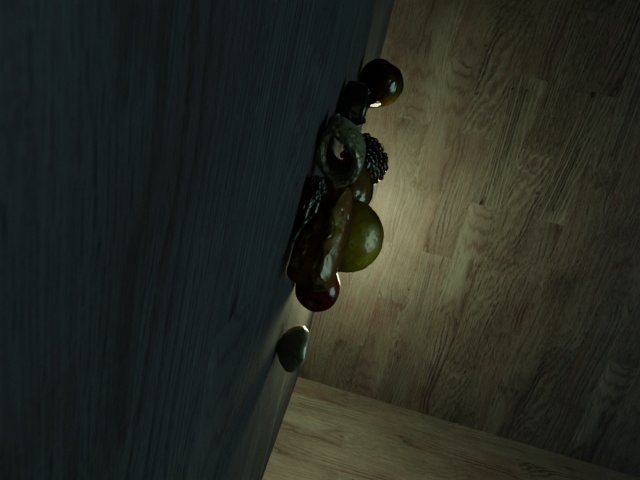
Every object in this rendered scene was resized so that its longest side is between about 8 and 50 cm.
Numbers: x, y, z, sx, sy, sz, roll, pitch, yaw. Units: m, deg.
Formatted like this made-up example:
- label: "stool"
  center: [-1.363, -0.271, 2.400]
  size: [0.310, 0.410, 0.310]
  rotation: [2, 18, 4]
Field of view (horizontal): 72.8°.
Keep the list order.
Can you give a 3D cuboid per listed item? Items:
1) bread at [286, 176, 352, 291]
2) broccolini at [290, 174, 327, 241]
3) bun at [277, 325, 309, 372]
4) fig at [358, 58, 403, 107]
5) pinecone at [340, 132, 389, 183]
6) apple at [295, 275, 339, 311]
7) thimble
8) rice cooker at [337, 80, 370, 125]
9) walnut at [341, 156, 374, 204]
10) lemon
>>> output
- label: "bread"
  center: [0.009, -0.020, 1.331]
  size: [0.195, 0.149, 0.344]
  rotation: [110, -3, -64]
- label: "broccolini"
  center: [-0.030, -0.088, 1.244]
  size: [0.091, 0.068, 0.202]
  rotation: [-164, -90, -75]
- label: "bun"
  center: [-0.113, 0.411, 1.668]
  size: [0.183, 0.102, 0.183]
  rotation: [-163, -90, -76]
- label: "fig"
  center: [0.241, -0.673, 2.029]
  size: [0.321, 0.217, 0.217]
  rotation: [-51, -168, 40]
- label: "pinecone"
  center: [0.209, -0.404, 2.115]
  size: [0.246, 0.246, 0.292]
  rotation: [101, -9, -45]
- label: "apple"
  center: [-0.011, 0.179, 1.683]
  size: [0.168, 0.181, 0.181]
  rotation: [-73, 176, -51]
- label: "thimble"
  center: [0.061, -0.272, 1.293]
  size: [0.143, 0.137, 0.190]
  rotation: [-67, 148, -55]
- label: "rice cooker"
  center: [0.117, -0.476, 1.516]
  size: [0.112, 0.106, 0.165]
  rotation: [104, -8, -71]
- label: "walnut"
  center: [0.123, -0.240, 1.838]
  size: [0.209, 0.209, 0.336]
  rotation: [101, -1, -46]
- label: "lemon"
  center: [0.098, -0.018, 1.624]
  size: [0.297, 0.297, 0.297]
  rotation: [15, 90, -86]
